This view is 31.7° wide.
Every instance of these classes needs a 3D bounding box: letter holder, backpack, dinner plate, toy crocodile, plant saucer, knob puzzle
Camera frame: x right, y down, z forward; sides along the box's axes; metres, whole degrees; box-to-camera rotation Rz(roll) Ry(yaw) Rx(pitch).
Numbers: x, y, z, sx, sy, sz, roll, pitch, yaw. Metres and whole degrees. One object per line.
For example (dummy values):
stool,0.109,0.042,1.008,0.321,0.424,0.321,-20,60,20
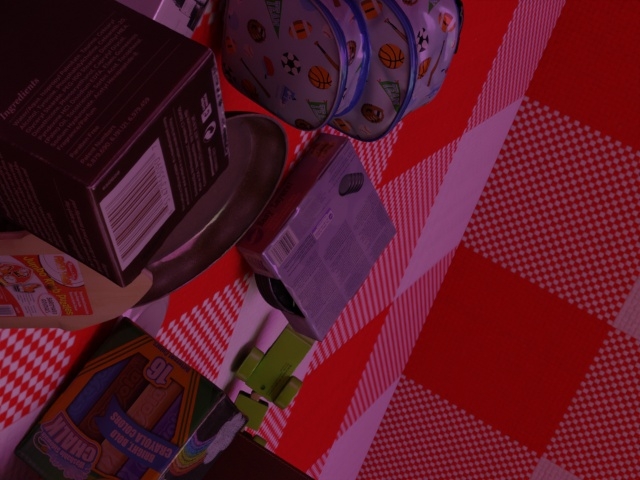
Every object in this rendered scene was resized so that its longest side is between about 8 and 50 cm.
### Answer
letter holder,-0.185,0.404,1.718,0.214,0.301,0.152,-45,158,-41
backpack,0.023,-0.250,1.321,0.213,0.263,0.276,-49,161,-34
dinner plate,-0.249,0.119,1.565,0.141,0.017,0.141,-51,160,-27
toy crocodile,-0.126,0.302,2.064,0.341,0.115,0.105,-59,-177,0
plant saucer,-0.170,-0.044,1.365,0.310,0.050,0.311,-37,157,-18
knob puzzle,-0.265,0.034,1.132,0.213,0.213,0.030,92,-4,-57

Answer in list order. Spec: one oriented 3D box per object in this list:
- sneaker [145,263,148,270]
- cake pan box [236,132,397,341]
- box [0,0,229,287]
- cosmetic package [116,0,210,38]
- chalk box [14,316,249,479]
sneaker,-0.281,-0.002,1.162,0.222,0.118,0.083,55,19,-47
cake pan box,0.000,0.000,1.857,0.267,0.070,0.246,-55,136,-22
box,-0.211,-0.101,0.980,0.167,0.203,0.168,-53,162,-24
cosmetic package,-0.188,-0.194,1.148,0.239,0.060,0.099,-62,163,3
chalk box,-0.263,0.282,1.492,0.289,0.179,0.180,-51,162,-11
